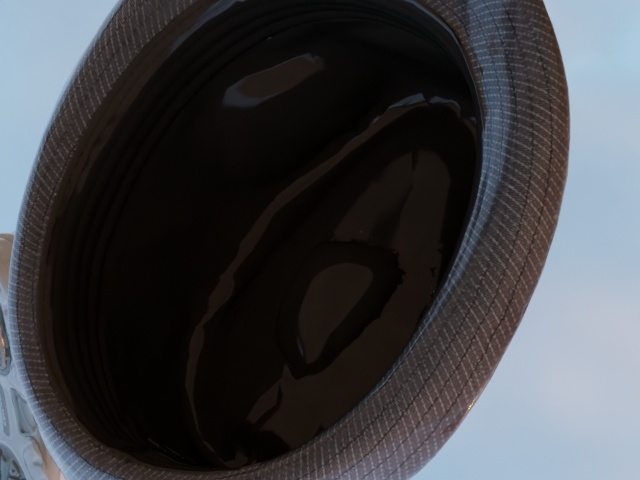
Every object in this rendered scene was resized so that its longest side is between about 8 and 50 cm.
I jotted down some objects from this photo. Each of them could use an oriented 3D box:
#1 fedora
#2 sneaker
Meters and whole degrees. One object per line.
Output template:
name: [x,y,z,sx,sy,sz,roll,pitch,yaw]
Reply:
fedora: [0.000,0.000,0.826,0.244,0.275,0.124,15,170,31]
sneaker: [-0.139,0.086,1.132,0.115,0.232,0.090,-29,-136,-36]
